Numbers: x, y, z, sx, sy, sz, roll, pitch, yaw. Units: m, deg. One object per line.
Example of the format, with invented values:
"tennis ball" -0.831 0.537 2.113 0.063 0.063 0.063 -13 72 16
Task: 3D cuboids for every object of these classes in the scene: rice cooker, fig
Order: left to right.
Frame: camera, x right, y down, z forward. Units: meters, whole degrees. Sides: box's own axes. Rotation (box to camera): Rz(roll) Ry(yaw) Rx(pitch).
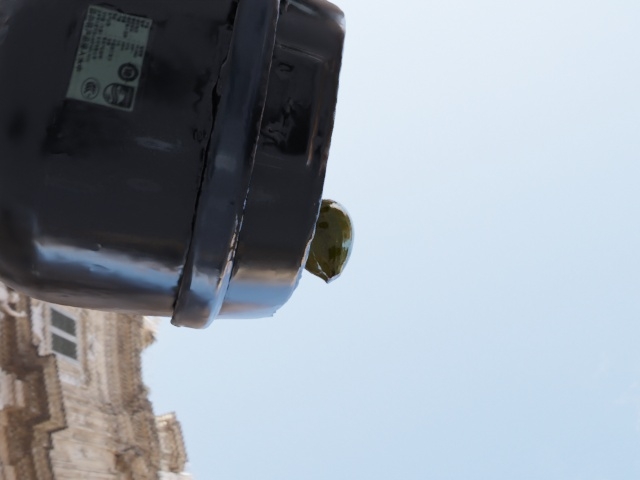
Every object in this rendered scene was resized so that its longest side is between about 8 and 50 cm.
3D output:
"rice cooker" -0.112 -0.070 0.558 0.225 0.267 0.267 13 -107 -10
"fig" 0.000 0.000 0.849 0.074 0.074 0.087 -21 -92 1
